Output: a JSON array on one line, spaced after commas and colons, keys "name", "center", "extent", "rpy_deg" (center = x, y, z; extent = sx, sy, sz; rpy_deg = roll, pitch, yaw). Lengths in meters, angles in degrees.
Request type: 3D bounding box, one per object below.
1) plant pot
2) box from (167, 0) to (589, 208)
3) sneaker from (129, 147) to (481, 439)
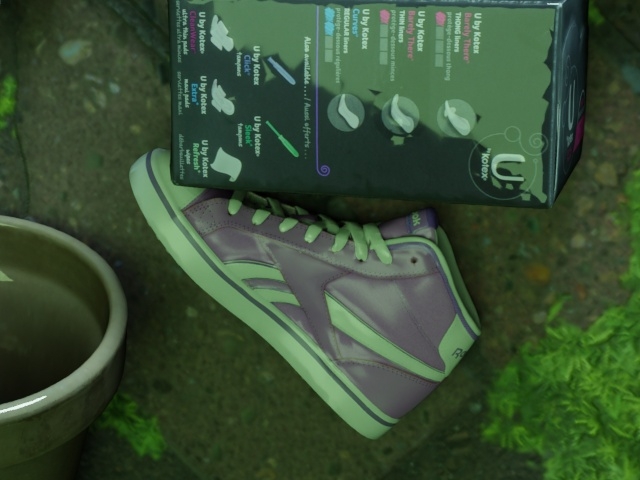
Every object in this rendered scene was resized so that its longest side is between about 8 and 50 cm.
[{"name": "plant pot", "center": [-0.277, 0.141, 1.424], "extent": [0.263, 0.263, 0.229], "rpy_deg": [11, 125, 12]}, {"name": "box", "center": [0.044, -0.113, 1.287], "extent": [0.270, 0.165, 0.143], "rpy_deg": [4, 106, 15]}, {"name": "sneaker", "center": [0.000, 0.000, 1.374], "extent": [0.282, 0.102, 0.161], "rpy_deg": [42, 108, -10]}]
